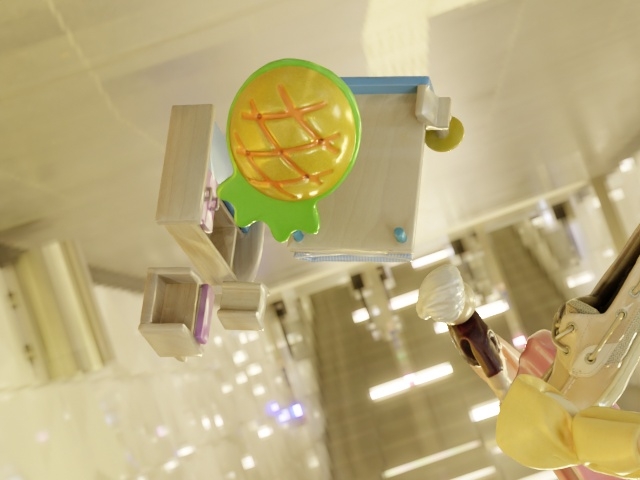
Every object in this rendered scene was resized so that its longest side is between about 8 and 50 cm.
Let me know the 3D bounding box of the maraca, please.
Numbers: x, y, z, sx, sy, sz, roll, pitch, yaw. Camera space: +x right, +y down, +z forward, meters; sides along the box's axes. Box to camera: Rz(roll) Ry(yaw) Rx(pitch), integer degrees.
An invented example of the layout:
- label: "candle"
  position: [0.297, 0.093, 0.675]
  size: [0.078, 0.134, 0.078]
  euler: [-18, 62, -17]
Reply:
- label: "maraca"
  position: [-0.032, -0.083, 1.243]
  size: [0.099, 0.127, 0.185]
  euler: [-57, 168, -61]

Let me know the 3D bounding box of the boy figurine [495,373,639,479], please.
- label: "boy figurine"
  position: [0.307, 0.181, 1.239]
  size: [0.285, 0.092, 0.177]
  euler: [4, 179, 31]

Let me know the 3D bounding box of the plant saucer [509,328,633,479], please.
- label: "plant saucer"
  position: [0.340, 0.271, 1.672]
  size: [0.084, 0.332, 0.332]
  euler: [-32, 175, -1]

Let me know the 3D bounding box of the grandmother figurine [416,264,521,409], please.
- label: "grandmother figurine"
  position: [0.250, 0.161, 2.059]
  size: [0.104, 0.342, 0.208]
  euler: [-42, -143, -5]

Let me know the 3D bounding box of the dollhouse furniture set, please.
- label: "dollhouse furniture set"
  position: [0.000, 0.000, 1.401]
  size: [0.303, 0.286, 0.198]
  euler: [-1, 156, 14]

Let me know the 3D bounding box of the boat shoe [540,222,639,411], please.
- label: "boat shoe"
  position: [0.292, 0.097, 1.407]
  size: [0.302, 0.098, 0.109]
  euler: [-50, -168, 12]
